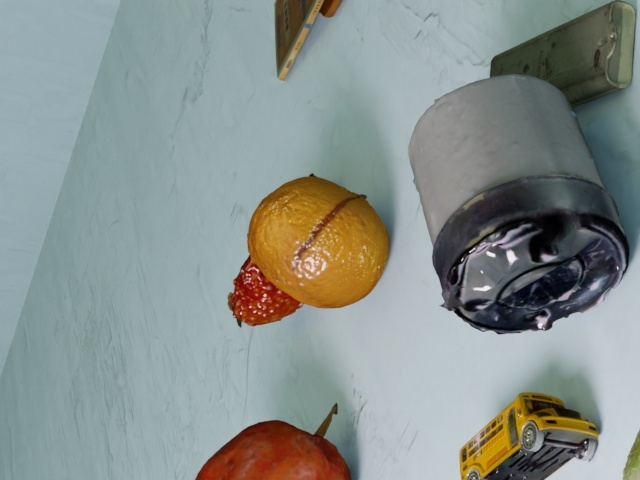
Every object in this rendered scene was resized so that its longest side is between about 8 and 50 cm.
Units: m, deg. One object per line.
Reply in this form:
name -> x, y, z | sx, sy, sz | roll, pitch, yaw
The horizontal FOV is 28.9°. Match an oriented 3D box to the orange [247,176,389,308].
orange -> 0.000, 0.000, 1.621 | 0.161, 0.193, 0.193 | -59, 27, 6

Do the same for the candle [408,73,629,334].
candle -> 0.182, -0.068, 1.255 | 0.187, 0.187, 0.330 | -57, 31, 39

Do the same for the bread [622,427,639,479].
bread -> 0.291, 0.104, 0.965 | 0.228, 0.033, 0.228 | -55, -14, -21

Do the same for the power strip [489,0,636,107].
power strip -> 0.245, -0.179, 1.343 | 0.268, 0.034, 0.092 | -17, 65, 63

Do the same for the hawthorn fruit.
hawthorn fruit -> -0.039, 0.307, 1.596 | 0.243, 0.207, 0.207 | -56, 18, -19

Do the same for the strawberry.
strawberry -> -0.045, 0.036, 1.817 | 0.236, 0.107, 0.175 | -58, -6, 36

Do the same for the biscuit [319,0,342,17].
biscuit -> 0.017, -0.403, 1.957 | 0.130, 0.019, 0.102 | -142, 62, -65

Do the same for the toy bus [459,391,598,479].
toy bus -> 0.202, 0.203, 1.228 | 0.162, 0.070, 0.074 | 127, 147, -46

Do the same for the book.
book -> -0.032, -0.398, 2.026 | 0.241, 0.018, 0.170 | 123, 149, -54
